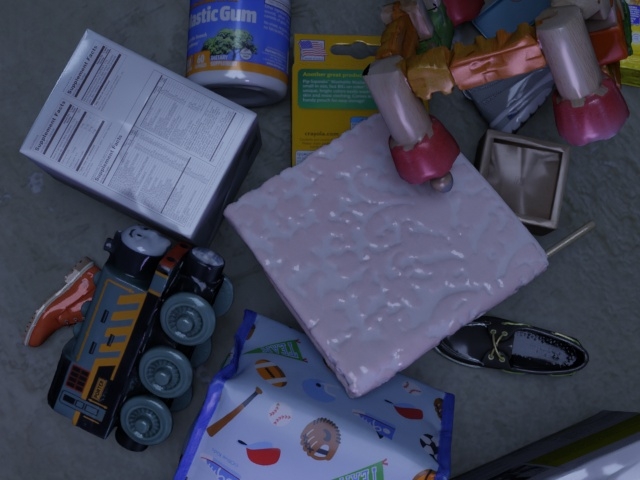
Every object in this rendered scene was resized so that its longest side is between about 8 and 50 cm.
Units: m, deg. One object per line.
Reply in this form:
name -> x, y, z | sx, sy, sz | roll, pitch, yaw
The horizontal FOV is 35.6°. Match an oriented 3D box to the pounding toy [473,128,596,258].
pounding toy -> 0.310, -0.040, 1.481 | 0.181, 0.094, 0.206 | 12, 83, 1

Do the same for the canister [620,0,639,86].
canister -> 0.503, -0.328, 1.531 | 0.126, 0.073, 0.169 | 10, 82, 0

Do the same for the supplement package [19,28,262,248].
supplement package -> -0.246, -0.134, 1.427 | 0.263, 0.199, 0.198 | 27, 83, 2

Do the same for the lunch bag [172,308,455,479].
lunch bag -> -0.039, 0.347, 1.344 | 0.328, 0.239, 0.385 | 25, 116, 1

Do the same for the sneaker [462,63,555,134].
sneaker -> 0.334, -0.288, 1.506 | 0.115, 0.105, 0.281 | 42, 84, 4

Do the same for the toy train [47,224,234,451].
toy train -> -0.251, 0.139, 1.385 | 0.190, 0.142, 0.334 | 25, 113, 1

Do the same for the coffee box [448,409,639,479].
coffee box -> 0.348, 0.442, 1.303 | 0.338, 0.334, 0.337 | -23, 83, -6

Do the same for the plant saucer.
plant saucer -> 0.328, -0.376, 1.561 | 0.192, 0.018, 0.067 | -40, 86, -4

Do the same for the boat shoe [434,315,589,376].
boat shoe -> 0.280, 0.155, 1.470 | 0.228, 0.068, 0.081 | 8, 83, 0

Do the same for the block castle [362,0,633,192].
block castle -> 0.252, -0.279, 1.327 | 0.303, 0.213, 0.453 | -12, 38, 25

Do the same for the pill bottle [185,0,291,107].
pill bottle -> -0.119, -0.346, 1.480 | 0.152, 0.152, 0.272 | 2, 83, -1

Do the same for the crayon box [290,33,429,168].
crayon box -> 0.058, -0.145, 1.465 | 0.203, 0.083, 0.322 | 1, 68, -3

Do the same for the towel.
towel -> 0.086, 0.000, 1.332 | 0.332, 0.053, 0.317 | -32, 72, -17

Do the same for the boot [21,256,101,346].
boot -> -0.368, 0.109, 1.469 | 0.085, 0.059, 0.158 | 41, 83, -1
